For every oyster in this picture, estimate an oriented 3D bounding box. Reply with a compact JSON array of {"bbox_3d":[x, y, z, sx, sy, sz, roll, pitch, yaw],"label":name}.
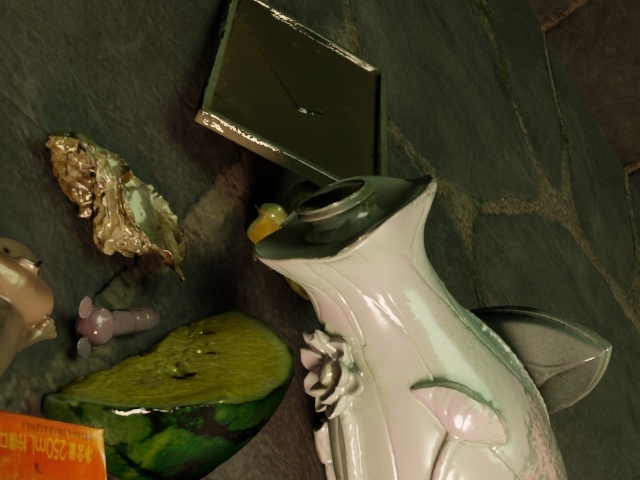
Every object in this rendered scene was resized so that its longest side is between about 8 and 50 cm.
[{"bbox_3d":[-0.179,-0.032,0.998,0.177,0.056,0.105,47,21,-34],"label":"oyster"}]

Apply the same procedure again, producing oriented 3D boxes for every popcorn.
[{"bbox_3d":[0.000,0.000,1.238,0.135,0.162,0.141,-136,-145,-65],"label":"popcorn"}]

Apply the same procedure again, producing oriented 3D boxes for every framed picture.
[{"bbox_3d":[-0.022,-0.170,1.286,0.232,0.024,0.315,28,34,-15],"label":"framed picture"}]

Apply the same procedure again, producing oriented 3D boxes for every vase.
[{"bbox_3d":[0.096,0.149,1.123,0.445,0.250,0.250,66,26,-17],"label":"vase"}]

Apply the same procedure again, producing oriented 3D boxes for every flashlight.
[{"bbox_3d":[-0.175,0.070,0.952,0.110,0.031,0.052,-3,95,-66],"label":"flashlight"}]

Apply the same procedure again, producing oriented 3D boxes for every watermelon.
[{"bbox_3d":[-0.108,0.129,0.965,0.129,0.123,0.301,46,23,8],"label":"watermelon"}]

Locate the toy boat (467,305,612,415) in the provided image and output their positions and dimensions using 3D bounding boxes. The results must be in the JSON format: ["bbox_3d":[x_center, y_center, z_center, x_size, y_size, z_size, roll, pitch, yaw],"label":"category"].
[{"bbox_3d":[0.202,0.142,1.281,0.092,0.319,0.141,-35,101,-37],"label":"toy boat"}]

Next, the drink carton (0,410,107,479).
[{"bbox_3d":[-0.197,0.283,0.651,0.154,0.111,0.351,25,48,-52],"label":"drink carton"}]

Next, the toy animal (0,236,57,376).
[{"bbox_3d":[-0.245,0.050,0.799,0.150,0.089,0.083,-74,155,-56],"label":"toy animal"}]
